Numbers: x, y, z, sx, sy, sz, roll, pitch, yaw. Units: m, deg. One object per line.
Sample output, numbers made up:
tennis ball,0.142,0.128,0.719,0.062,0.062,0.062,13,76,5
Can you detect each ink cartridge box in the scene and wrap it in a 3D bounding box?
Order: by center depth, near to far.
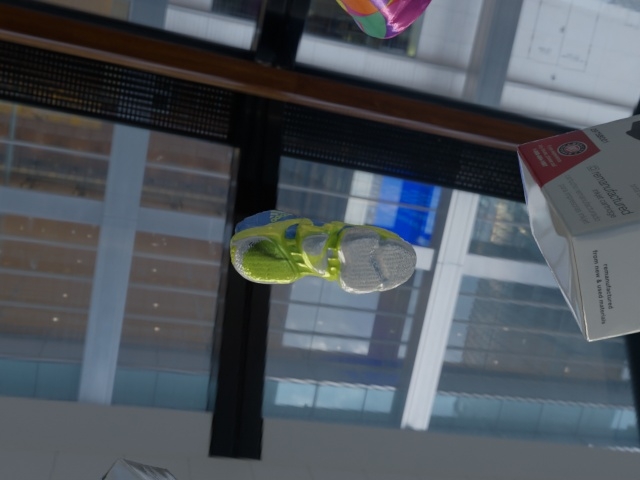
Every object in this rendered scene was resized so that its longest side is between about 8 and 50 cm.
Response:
ink cartridge box,0.217,-0.024,0.384,0.175,0.072,0.127,-14,-153,10

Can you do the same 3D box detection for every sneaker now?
sneaker,0.000,0.000,0.863,0.240,0.091,0.126,7,-156,-20

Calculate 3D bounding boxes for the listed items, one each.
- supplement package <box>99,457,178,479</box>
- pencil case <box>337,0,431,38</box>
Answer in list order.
supplement package,-0.177,0.370,0.600,0.204,0.261,0.145,35,165,18
pencil case,0.005,-0.273,0.561,0.236,0.104,0.104,34,172,-40
